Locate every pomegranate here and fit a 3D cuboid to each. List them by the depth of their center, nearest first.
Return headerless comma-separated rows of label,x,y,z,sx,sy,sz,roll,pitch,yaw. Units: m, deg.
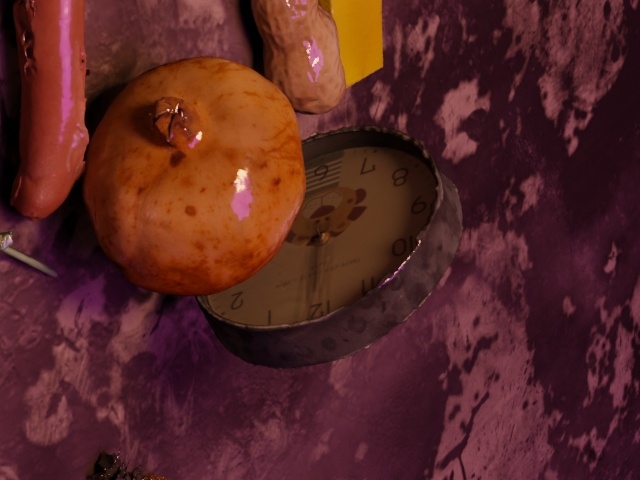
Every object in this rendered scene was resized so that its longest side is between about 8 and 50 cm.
pomegranate,-0.128,-0.065,1.734,0.248,0.248,0.248,-22,119,-48

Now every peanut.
peanut,-0.027,-0.242,1.923,0.104,0.085,0.228,-50,137,-44

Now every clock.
clock,0.001,0.000,1.860,0.312,0.312,0.061,-55,133,-26

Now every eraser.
eraser,0.030,-0.249,2.027,0.097,0.045,0.122,-31,125,-45

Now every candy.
candy,-0.311,0.008,1.672,0.201,0.060,0.060,32,76,-61

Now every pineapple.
pineapple,-0.209,0.271,1.898,0.124,0.058,0.058,36,72,-39

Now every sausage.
sausage,-0.258,-0.164,1.651,0.078,0.078,0.304,-12,111,-51
